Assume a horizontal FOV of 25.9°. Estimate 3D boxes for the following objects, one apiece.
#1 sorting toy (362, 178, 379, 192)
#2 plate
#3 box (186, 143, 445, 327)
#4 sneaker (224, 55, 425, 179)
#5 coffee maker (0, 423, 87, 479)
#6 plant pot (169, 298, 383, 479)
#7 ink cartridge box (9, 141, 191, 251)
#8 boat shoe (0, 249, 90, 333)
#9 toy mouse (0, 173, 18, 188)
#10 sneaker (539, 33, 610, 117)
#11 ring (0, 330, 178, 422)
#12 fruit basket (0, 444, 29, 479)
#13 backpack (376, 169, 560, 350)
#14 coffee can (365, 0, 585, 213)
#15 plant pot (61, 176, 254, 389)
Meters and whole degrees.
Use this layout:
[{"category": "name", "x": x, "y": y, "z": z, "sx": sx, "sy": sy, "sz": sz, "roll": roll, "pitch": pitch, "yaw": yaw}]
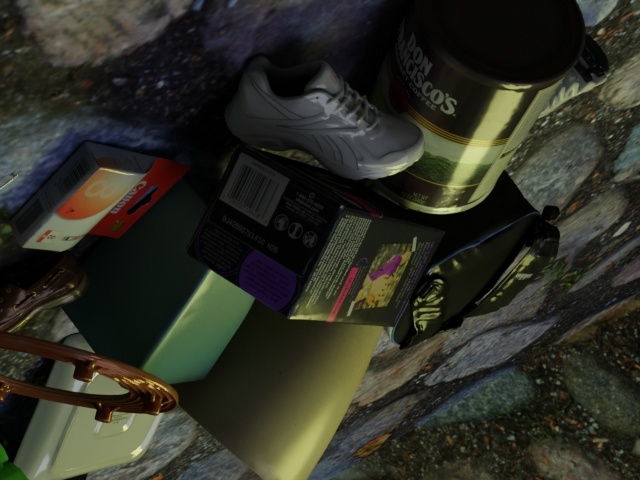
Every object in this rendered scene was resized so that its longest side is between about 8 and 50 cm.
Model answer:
[{"category": "sorting toy", "x": 0.097, "y": -0.070, "z": 2.062, "sx": 0.132, "sy": 0.046, "sz": 0.274, "roll": -12, "pitch": 152, "yaw": -45}, {"category": "plate", "x": -0.309, "y": 0.247, "z": 2.058, "sx": 0.277, "sy": 0.045, "sz": 0.278, "roll": -5, "pitch": 126, "yaw": -52}, {"category": "box", "x": 0.000, "y": 0.000, "z": 1.632, "sx": 0.270, "sy": 0.165, "sz": 0.143, "roll": 11, "pitch": 108, "yaw": -61}, {"category": "sneaker", "x": 0.013, "y": -0.144, "z": 1.567, "sx": 0.232, "sy": 0.090, "sz": 0.115, "roll": 12, "pitch": 136, "yaw": -8}, {"category": "coffee maker", "x": -0.443, "y": 0.352, "z": 2.110, "sx": 0.171, "sy": 0.120, "sz": 0.178, "roll": -46, "pitch": 158, "yaw": 30}, {"category": "plant pot", "x": -0.045, "y": 0.168, "z": 1.933, "sx": 0.274, "sy": 0.256, "sz": 0.256, "roll": -50, "pitch": 161, "yaw": -5}, {"category": "ink cartridge box", "x": -0.243, "y": -0.040, "z": 1.589, "sx": 0.145, "sy": 0.045, "sz": 0.179, "roll": -42, "pitch": 150, "yaw": 24}, {"category": "boat shoe", "x": -0.366, "y": 0.065, "z": 1.658, "sx": 0.178, "sy": 0.064, "sz": 0.060, "roll": -27, "pitch": 127, "yaw": -10}, {"category": "toy mouse", "x": -0.403, "y": -0.015, "z": 1.435, "sx": 0.161, "sy": 0.031, "sz": 0.143, "roll": -40, "pitch": 159, "yaw": 19}, {"category": "sneaker", "x": 0.279, "y": -0.207, "z": 1.953, "sx": 0.292, "sy": 0.110, "sz": 0.118, "roll": -17, "pitch": 164, "yaw": -38}, {"category": "ring", "x": -0.334, "y": 0.164, "z": 1.648, "sx": 0.337, "sy": 0.032, "sz": 0.336, "roll": 10, "pitch": 162, "yaw": 3}, {"category": "fruit basket", "x": -0.531, "y": 0.378, "z": 1.665, "sx": 0.283, "sy": 0.392, "sz": 0.392, "roll": -44, "pitch": 158, "yaw": 28}, {"category": "backpack", "x": 0.165, "y": 0.025, "z": 2.012, "sx": 0.276, "sy": 0.213, "sz": 0.263, "roll": -19, "pitch": 147, "yaw": -26}, {"category": "coffee can", "x": 0.170, "y": -0.187, "z": 1.669, "sx": 0.201, "sy": 0.201, "sz": 0.275, "roll": -23, "pitch": 158, "yaw": -27}, {"category": "plant pot", "x": -0.176, "y": 0.042, "z": 1.741, "sx": 0.234, "sy": 0.165, "sz": 0.165, "roll": -51, "pitch": 155, "yaw": 23}]
